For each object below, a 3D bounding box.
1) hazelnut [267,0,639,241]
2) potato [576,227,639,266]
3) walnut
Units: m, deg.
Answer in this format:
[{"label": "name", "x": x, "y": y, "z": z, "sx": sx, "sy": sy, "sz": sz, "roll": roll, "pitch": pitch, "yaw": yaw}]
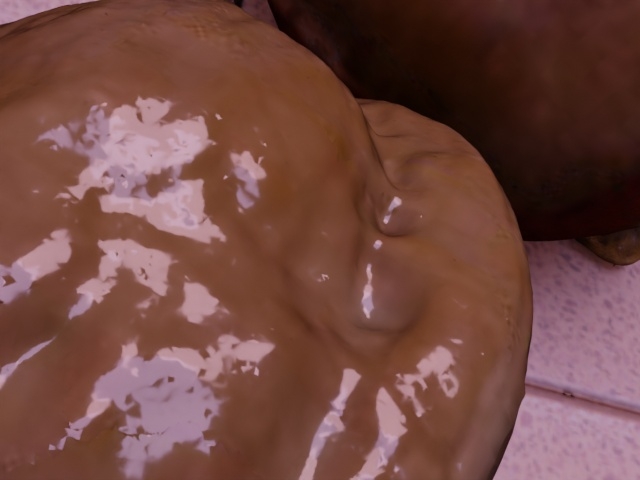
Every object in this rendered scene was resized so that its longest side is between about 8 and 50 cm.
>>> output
[{"label": "hazelnut", "x": 0.141, "y": -0.193, "z": 0.830, "sx": 0.359, "sy": 0.359, "sz": 0.409, "roll": -32, "pitch": 79, "yaw": -34}, {"label": "potato", "x": 0.217, "y": -0.014, "z": 0.935, "sx": 0.083, "sy": 0.040, "sz": 0.051, "roll": 32, "pitch": 60, "yaw": -5}, {"label": "walnut", "x": -0.088, "y": 0.068, "z": 0.568, "sx": 0.384, "sy": 0.383, "sz": 0.383, "roll": 11, "pitch": 60, "yaw": -20}]
